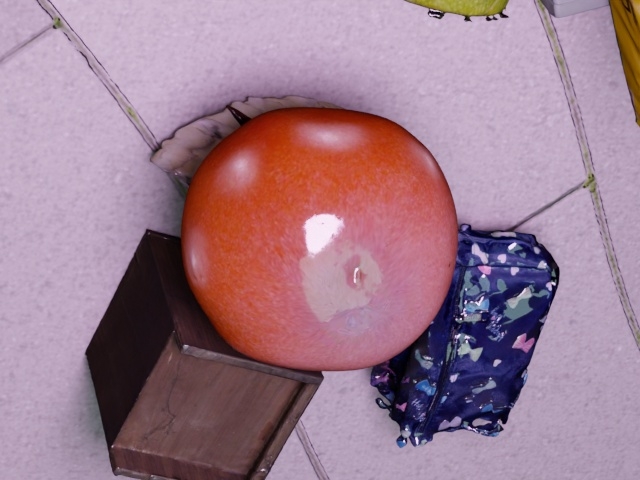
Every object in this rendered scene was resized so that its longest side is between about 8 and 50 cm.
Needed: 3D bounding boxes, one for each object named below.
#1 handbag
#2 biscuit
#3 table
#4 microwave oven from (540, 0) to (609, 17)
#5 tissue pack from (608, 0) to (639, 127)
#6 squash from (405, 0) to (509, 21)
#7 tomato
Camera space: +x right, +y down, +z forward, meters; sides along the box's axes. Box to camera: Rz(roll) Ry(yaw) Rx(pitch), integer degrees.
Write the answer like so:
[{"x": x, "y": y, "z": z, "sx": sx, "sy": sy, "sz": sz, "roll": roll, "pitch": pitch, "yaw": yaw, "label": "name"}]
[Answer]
[{"x": 0.144, "y": 0.096, "z": 1.880, "sx": 0.162, "sy": 0.113, "sz": 0.260, "roll": -2, "pitch": 123, "yaw": -24, "label": "handbag"}, {"x": -0.014, "y": -0.055, "z": 1.740, "sx": 0.281, "sy": 0.084, "sz": 0.179, "roll": 31, "pitch": 110, "yaw": -31, "label": "biscuit"}, {"x": -0.113, "y": 0.127, "z": 1.767, "sx": 0.172, "sy": 0.193, "sz": 0.169, "roll": 16, "pitch": 118, "yaw": -26, "label": "table"}, {"x": 0.309, "y": -0.357, "z": 1.569, "sx": 0.295, "sy": 0.181, "sz": 0.237, "roll": -15, "pitch": 126, "yaw": -7, "label": "microwave oven"}, {"x": 0.344, "y": -0.211, "z": 1.484, "sx": 0.192, "sy": 0.134, "sz": 0.271, "roll": -23, "pitch": 128, "yaw": -1, "label": "tissue pack"}, {"x": 0.116, "y": -0.339, "z": 1.520, "sx": 0.189, "sy": 0.189, "sz": 0.260, "roll": 7, "pitch": 116, "yaw": -22, "label": "squash"}, {"x": 0.000, "y": 0.000, "z": 1.603, "sx": 0.256, "sy": 0.224, "sz": 0.255, "roll": -5, "pitch": 109, "yaw": -16, "label": "tomato"}]
